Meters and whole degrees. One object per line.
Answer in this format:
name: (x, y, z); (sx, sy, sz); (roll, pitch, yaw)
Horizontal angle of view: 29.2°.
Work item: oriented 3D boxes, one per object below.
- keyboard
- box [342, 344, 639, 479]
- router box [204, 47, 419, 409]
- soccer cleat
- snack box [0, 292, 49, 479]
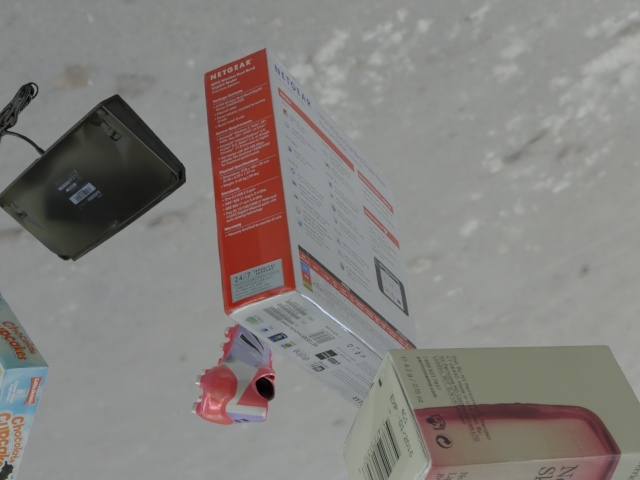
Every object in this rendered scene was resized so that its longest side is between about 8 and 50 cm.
keyboard: (-0.284, -0.087, 1.352); (0.317, 0.201, 0.033); (-28, -156, 51)
box: (0.158, 0.188, 1.102); (0.232, 0.126, 0.148); (1, 134, -21)
router box: (0.000, 0.000, 1.377); (0.082, 0.301, 0.335); (-20, 147, 20)
soccer cleat: (-0.091, 0.168, 1.541); (0.095, 0.083, 0.248); (13, -165, 6)
snack box: (-0.423, 0.231, 1.475); (0.060, 0.187, 0.321); (2, 119, -39)
